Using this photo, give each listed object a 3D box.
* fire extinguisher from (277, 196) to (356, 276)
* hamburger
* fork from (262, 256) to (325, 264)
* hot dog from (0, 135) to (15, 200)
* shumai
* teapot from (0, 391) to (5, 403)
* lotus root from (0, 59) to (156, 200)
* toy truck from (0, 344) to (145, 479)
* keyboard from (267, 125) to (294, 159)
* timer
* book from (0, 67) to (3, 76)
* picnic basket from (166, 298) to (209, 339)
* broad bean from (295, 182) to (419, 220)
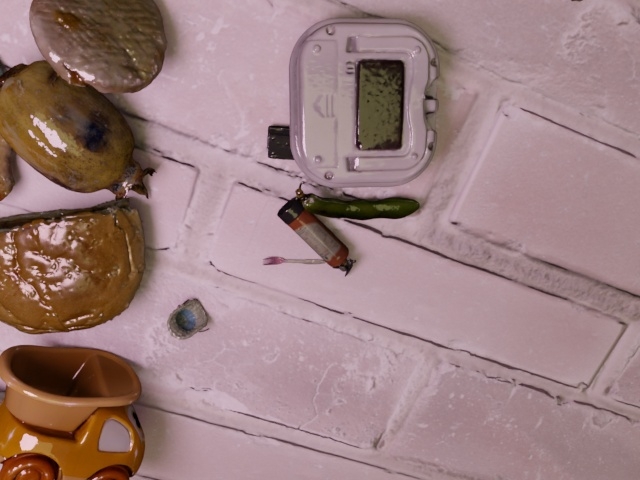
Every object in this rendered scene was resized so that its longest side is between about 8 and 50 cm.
[{"bbox_3d":[0.000,0.000,1.013,0.177,0.050,0.062,45,142,-17],"label":"fire extinguisher"},{"bbox_3d":[-0.437,0.052,0.956,0.308,0.132,0.211,-11,109,-2],"label":"hamburger"},{"bbox_3d":[-0.049,0.038,1.044,0.115,0.012,0.016,0,115,-9],"label":"fork"},{"bbox_3d":[-0.529,-0.129,0.917,0.078,0.061,0.169,10,90,-41],"label":"hot dog"},{"bbox_3d":[-0.333,-0.294,0.841,0.201,0.120,0.202,9,73,-33],"label":"shumai"},{"bbox_3d":[-0.698,0.271,1.008,0.219,0.149,0.318,-32,109,1],"label":"teapot"},{"bbox_3d":[-0.367,-0.150,0.881,0.154,0.154,0.278,-39,115,10],"label":"lotus root"},{"bbox_3d":[-0.437,0.317,1.001,0.287,0.204,0.212,21,97,-32],"label":"toy truck"},{"bbox_3d":[0.007,-0.161,0.970,0.195,0.018,0.060,4,116,-6],"label":"keyboard"},{"bbox_3d":[0.069,-0.214,0.904,0.236,0.087,0.262,-2,103,-5],"label":"timer"},{"bbox_3d":[-0.585,-0.269,0.805,0.214,0.025,0.283,-37,112,-37],"label":"book"},{"bbox_3d":[-0.238,0.140,1.033,0.083,0.083,0.065,-20,100,50],"label":"picnic basket"},{"bbox_3d":[0.062,-0.059,0.986,0.226,0.039,0.069,5,147,-20],"label":"broad bean"}]
